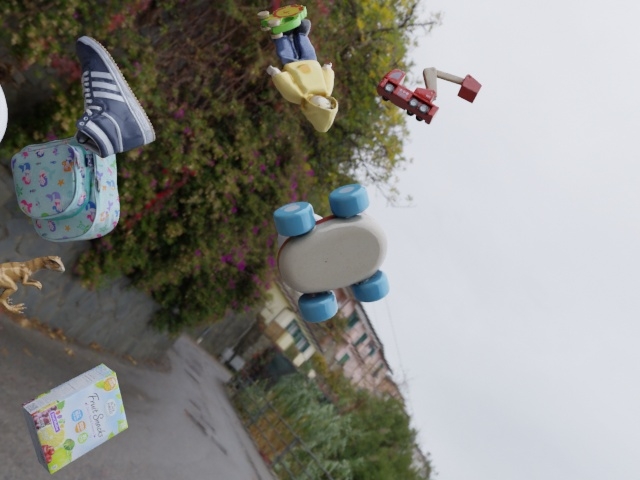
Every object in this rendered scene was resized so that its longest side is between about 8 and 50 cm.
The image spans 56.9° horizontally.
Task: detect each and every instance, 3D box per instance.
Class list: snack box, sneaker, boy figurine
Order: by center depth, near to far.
[{"bbox_3d":[-0.510,-0.316,1.324,0.282,0.153,0.099,57,-25,0],"label":"sneaker"},{"bbox_3d":[-0.584,0.424,1.421,0.070,0.207,0.174,17,-58,38],"label":"snack box"},{"bbox_3d":[-0.041,-0.393,1.422,0.092,0.177,0.285,-46,-124,54],"label":"boy figurine"}]

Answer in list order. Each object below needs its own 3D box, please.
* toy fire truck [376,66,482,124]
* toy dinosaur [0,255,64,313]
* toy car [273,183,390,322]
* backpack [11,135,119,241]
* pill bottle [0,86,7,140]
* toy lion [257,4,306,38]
[{"bbox_3d":[0.235,-0.329,1.284,0.192,0.135,0.047,33,-12,8],"label":"toy fire truck"},{"bbox_3d":[-0.543,0.067,0.988,0.064,0.212,0.112,41,-46,50],"label":"toy dinosaur"},{"bbox_3d":[0.000,0.000,1.166,0.238,0.210,0.219,-134,-153,-66],"label":"toy car"},{"bbox_3d":[-0.618,-0.122,1.453,0.191,0.225,0.253,-28,111,-73],"label":"backpack"},{"bbox_3d":[-0.688,-0.158,0.966,0.392,0.224,0.224,-20,-63,44],"label":"pill bottle"},{"bbox_3d":[-0.069,-0.439,1.169,0.100,0.096,0.034,-126,-163,-49],"label":"toy lion"}]
